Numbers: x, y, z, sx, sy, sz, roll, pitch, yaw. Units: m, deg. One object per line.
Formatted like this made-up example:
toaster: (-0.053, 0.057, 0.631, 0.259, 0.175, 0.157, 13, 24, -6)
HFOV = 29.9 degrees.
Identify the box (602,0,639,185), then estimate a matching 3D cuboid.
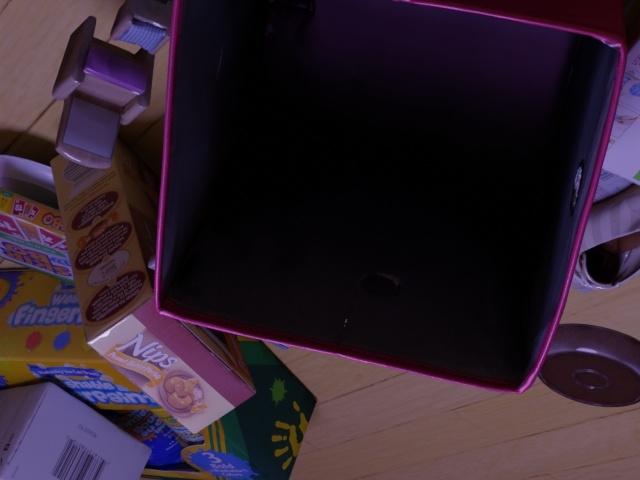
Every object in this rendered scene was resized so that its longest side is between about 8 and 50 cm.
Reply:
box: (0.271, -0.143, 0.901, 0.103, 0.114, 0.203, 23, 149, -5)

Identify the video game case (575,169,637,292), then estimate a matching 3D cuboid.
video game case: (0.252, -0.031, 1.184, 0.212, 0.023, 0.193, 31, 148, -20)

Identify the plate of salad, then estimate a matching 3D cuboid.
plate of salad: (-0.340, -0.056, 1.473, 0.199, 0.048, 0.200, 14, 152, 7)

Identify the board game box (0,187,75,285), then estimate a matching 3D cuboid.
board game box: (-0.345, 0.003, 1.486, 0.124, 0.039, 0.259, 22, 165, -8)

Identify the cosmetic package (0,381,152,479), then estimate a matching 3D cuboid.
cosmetic package: (-0.439, 0.327, 1.725, 0.365, 0.155, 0.197, -12, 136, 47)

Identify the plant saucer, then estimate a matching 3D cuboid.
plant saucer: (0.326, 0.156, 1.437, 0.168, 0.029, 0.168, 16, 150, 9)

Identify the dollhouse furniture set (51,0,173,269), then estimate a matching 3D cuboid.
dollhouse furniture set: (-0.049, -0.097, 1.022, 0.286, 0.198, 0.303, 19, 156, -28)

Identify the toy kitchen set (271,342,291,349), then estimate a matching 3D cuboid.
toy kitchen set: (-0.074, 0.024, 1.276, 0.122, 0.207, 0.166, 28, 143, -12)

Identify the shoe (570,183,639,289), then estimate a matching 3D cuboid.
shoe: (0.271, 0.006, 1.148, 0.076, 0.058, 0.219, 27, 149, -12)

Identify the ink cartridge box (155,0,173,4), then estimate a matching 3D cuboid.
ink cartridge box: (-0.200, -0.299, 0.995, 0.224, 0.056, 0.181, 21, 150, -4)

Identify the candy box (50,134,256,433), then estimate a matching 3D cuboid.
candy box: (-0.184, 0.033, 1.282, 0.087, 0.316, 0.183, -34, 130, 8)

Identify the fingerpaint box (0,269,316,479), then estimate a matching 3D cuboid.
fingerpaint box: (-0.295, 0.205, 1.753, 0.444, 0.163, 0.371, -2, 143, 33)

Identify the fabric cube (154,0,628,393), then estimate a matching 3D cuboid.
fabric cube: (0.053, -0.092, 0.810, 0.259, 0.258, 0.254, 13, 122, 6)
